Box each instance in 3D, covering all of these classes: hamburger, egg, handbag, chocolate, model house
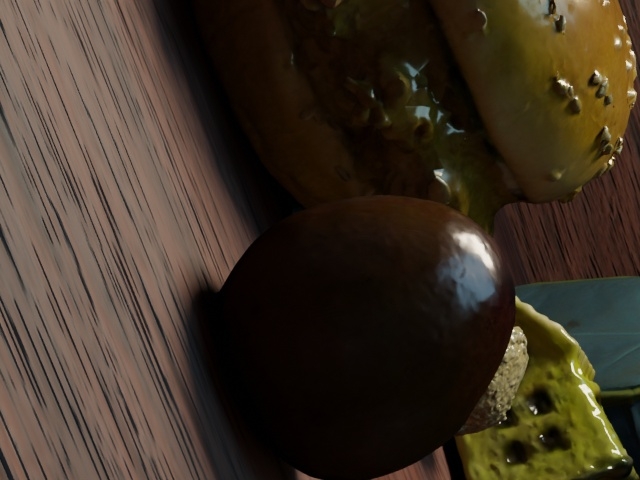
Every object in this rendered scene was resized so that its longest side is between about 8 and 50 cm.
[{"bbox_3d":[0.065,-0.154,1.063,0.445,0.268,0.287,60,21,-27],"label":"hamburger"},{"bbox_3d":[0.126,0.108,1.315,0.118,0.116,0.140,-92,169,-56],"label":"egg"},{"bbox_3d":[0.321,0.189,1.760,0.222,0.263,0.241,-75,150,-45],"label":"handbag"},{"bbox_3d":[0.032,0.053,0.834,0.177,0.177,0.176,-19,90,-79],"label":"chocolate"},{"bbox_3d":[0.195,0.167,1.493,0.234,0.175,0.193,65,9,22],"label":"model house"}]

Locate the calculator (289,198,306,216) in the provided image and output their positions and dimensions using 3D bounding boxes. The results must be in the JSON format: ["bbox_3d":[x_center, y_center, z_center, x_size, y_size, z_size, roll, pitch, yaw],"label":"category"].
[{"bbox_3d":[0.000,0.000,1.131,0.141,0.019,0.094,1,73,-79],"label":"calculator"}]
